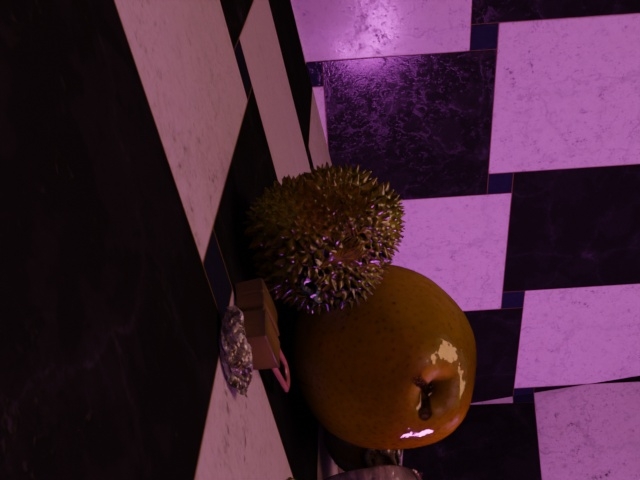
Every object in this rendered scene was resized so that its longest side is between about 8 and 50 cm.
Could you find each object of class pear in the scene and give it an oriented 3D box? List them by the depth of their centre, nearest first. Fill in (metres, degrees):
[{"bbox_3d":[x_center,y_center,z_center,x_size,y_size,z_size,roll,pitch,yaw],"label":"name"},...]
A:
[{"bbox_3d":[0.119,0.224,1.594,0.418,0.363,0.362,30,-42,60],"label":"pear"}]

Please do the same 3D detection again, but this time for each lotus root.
[{"bbox_3d":[0.087,0.414,1.818,0.349,0.175,0.174,-116,-167,-80],"label":"lotus root"}]

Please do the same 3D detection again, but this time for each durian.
[{"bbox_3d":[-0.002,0.002,1.369,0.291,0.291,0.224,72,21,-47],"label":"durian"}]

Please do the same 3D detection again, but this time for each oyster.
[{"bbox_3d":[-0.106,0.152,1.106,0.100,0.037,0.098,73,10,-46],"label":"oyster"}]

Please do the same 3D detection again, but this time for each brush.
[{"bbox_3d":[-0.081,0.166,1.278,0.233,0.047,0.103,73,9,-51],"label":"brush"}]

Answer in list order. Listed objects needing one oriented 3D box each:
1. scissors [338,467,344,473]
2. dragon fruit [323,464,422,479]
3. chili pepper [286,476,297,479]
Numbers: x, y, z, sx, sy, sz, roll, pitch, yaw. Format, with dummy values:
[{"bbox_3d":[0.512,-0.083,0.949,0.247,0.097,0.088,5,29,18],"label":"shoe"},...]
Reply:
[{"bbox_3d":[0.045,0.464,1.969,0.212,0.021,0.110,-92,166,-52],"label":"scissors"},{"bbox_3d":[0.123,0.587,1.643,0.283,0.204,0.221,69,13,-54],"label":"dragon fruit"},{"bbox_3d":[-0.038,0.419,1.342,0.030,0.017,0.083,-61,140,-78],"label":"chili pepper"}]
